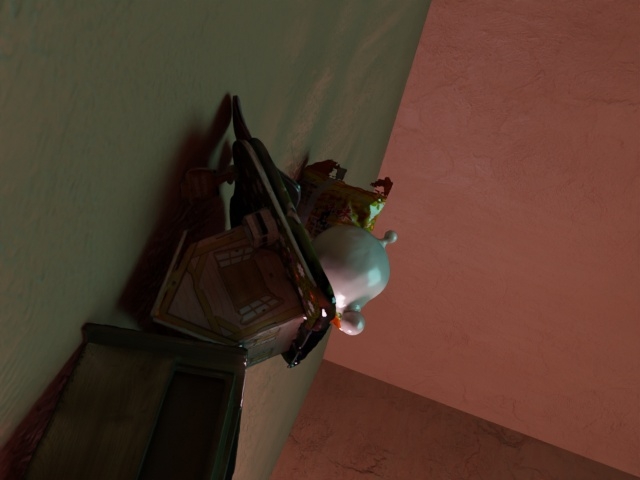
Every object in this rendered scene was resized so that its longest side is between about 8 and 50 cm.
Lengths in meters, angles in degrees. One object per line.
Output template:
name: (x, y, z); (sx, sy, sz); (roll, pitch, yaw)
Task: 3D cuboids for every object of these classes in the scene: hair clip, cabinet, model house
hair clip: (-0.064, -0.091, 0.667); (0.022, 0.137, 0.054); (-27, 163, -20)
cabinet: (-0.155, 0.209, 0.537); (0.175, 0.148, 0.215); (-81, -177, -46)
model house: (-0.110, 0.048, 0.677); (0.154, 0.207, 0.294); (-22, 164, -17)

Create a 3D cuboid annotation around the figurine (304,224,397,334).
figurine: (0.001, 0.051, 0.985); (0.256, 0.182, 0.144); (-29, 133, -25)

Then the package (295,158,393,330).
package: (0.005, 0.001, 1.140); (0.108, 0.223, 0.288); (7, 101, -44)
